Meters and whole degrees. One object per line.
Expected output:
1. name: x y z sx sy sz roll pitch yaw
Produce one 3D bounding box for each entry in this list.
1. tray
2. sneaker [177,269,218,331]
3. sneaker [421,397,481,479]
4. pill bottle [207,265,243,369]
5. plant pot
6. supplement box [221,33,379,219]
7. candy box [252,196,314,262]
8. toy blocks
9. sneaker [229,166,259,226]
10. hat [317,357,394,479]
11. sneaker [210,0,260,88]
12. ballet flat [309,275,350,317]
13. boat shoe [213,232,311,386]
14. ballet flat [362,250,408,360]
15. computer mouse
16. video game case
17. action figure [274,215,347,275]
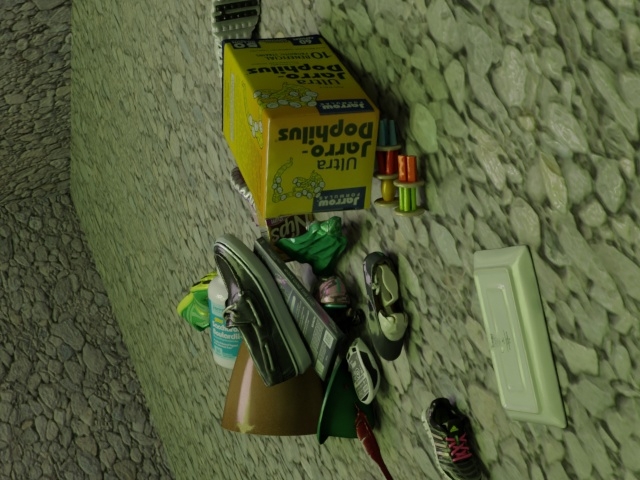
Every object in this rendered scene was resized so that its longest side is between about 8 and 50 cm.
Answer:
1. tray: 0.285 0.145 1.457 0.145 0.030 0.270 169 89 -67
2. sneaker: -0.308 0.171 2.736 0.123 0.109 0.295 50 150 5
3. sneaker: 0.222 0.336 1.647 0.074 0.063 0.170 97 155 -49
4. pill bottle: -0.202 0.174 2.412 0.146 0.146 0.264 37 134 56
5. plant pot: -0.099 0.291 2.181 0.237 0.237 0.254 179 93 -66
6. supplement box: -0.049 -0.215 1.757 0.356 0.194 0.195 -119 27 -53
7. candy box: -0.074 -0.048 2.067 0.053 0.109 0.186 -10 93 67
8. toy blocks: 0.129 -0.125 1.643 0.123 0.054 0.148 -150 52 -60
9. sneaker: -0.134 -0.086 2.212 0.236 0.095 0.104 51 153 44
10. hat: 0.103 0.359 1.967 0.173 0.184 0.208 36 -111 -74
11. sneaker: -0.196 -0.462 2.154 0.118 0.110 0.292 -122 29 -55
12. ballet flat: 0.007 0.119 2.020 0.221 0.077 0.079 137 136 -67
13. boat shoe: -0.143 0.147 2.023 0.335 0.119 0.121 59 156 0
14. ballet flat: 0.120 0.119 1.768 0.074 0.074 0.203 171 90 -66
15. computer mouse: 0.082 0.232 1.944 0.106 0.042 0.193 126 134 -54
16. video game case: -0.056 0.143 2.028 0.274 0.026 0.196 50 154 21
17. action figure: 0.000 0.000 1.930 0.063 0.137 0.232 -69 9 -21
